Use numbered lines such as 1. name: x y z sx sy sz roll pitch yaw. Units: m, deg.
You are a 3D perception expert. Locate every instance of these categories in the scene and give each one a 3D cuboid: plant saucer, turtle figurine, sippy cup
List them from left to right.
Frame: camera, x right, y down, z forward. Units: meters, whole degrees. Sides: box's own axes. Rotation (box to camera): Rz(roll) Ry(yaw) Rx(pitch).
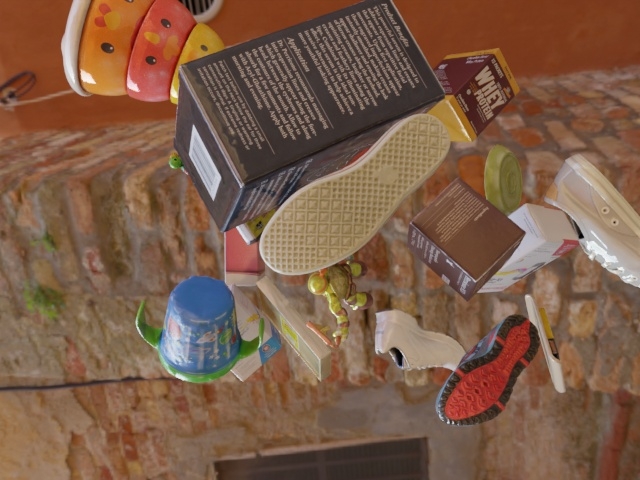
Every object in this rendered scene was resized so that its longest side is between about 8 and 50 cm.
1. sippy cup: -0.321 0.223 1.533 0.240 0.305 0.224 51 144 33
2. turtle figurine: 0.029 0.074 1.137 0.217 0.087 0.270 7 -124 -61
3. plant saucer: 0.576 -0.178 1.765 0.240 0.037 0.241 0 -90 -50

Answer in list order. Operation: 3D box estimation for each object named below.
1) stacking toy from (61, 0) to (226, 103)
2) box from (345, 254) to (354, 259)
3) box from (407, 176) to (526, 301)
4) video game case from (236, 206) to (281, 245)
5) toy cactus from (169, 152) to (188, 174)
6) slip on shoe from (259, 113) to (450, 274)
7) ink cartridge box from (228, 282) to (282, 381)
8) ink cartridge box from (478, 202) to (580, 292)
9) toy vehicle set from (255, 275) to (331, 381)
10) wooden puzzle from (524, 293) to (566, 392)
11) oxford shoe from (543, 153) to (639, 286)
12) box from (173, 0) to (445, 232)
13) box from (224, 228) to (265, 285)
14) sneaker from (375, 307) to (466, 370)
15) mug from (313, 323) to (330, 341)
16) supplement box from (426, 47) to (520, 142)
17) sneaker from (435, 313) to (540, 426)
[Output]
1. stacking toy: -0.351 -0.460 1.424 0.350 0.479 0.351 -161 90 -82
2. box: 0.000 0.000 1.409 0.105 0.179 0.043 65 -134 -73
3. box: 0.334 -0.001 1.335 0.203 0.167 0.168 44 169 20
4. video game case: -0.159 -0.161 1.329 0.248 0.035 0.275 57 -142 -15
5. toy cactus: -0.303 -0.216 1.467 0.219 0.112 0.181 -69 -23 -51
6. slip on shoe: 0.051 -0.065 0.855 0.123 0.331 0.101 51 172 -4
7. ink cartridge box: -0.267 0.289 1.827 0.233 0.171 0.168 49 -179 -15
8. ink cartridge box: 0.574 0.031 1.697 0.306 0.226 0.131 -44 58 38
9. toy vehicle set: -0.069 0.230 1.472 0.267 0.035 0.166 47 159 24
10. wooden puzzle: 0.678 0.304 1.695 0.221 0.044 0.239 57 -161 -45
11. oxford shoe: 0.643 0.016 1.206 0.449 0.130 0.169 47 -161 -1
12. box: -0.037 -0.216 1.017 0.212 0.395 0.293 62 159 4
13. box: -0.276 0.046 2.093 0.148 0.126 0.233 -17 -74 -85
14. sneaker: 0.252 0.285 1.469 0.111 0.297 0.130 -32 35 58
15. mug: -0.016 0.266 1.629 0.078 0.062 0.064 -61 -12 2
16. supplement box: 0.350 -0.363 1.433 0.129 0.194 0.191 50 166 -27
17. sneaker: 0.301 0.253 1.050 0.104 0.261 0.125 48 152 12
